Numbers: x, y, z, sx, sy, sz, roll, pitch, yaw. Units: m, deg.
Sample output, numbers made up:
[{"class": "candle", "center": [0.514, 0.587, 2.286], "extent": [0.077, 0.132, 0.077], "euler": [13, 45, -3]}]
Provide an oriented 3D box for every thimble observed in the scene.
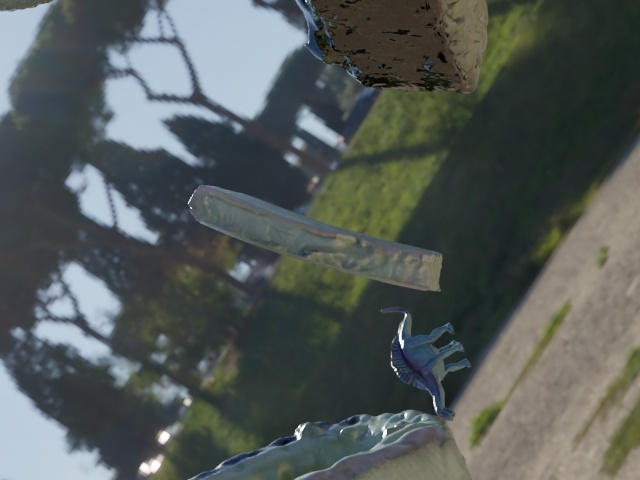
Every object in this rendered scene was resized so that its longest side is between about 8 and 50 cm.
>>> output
[{"class": "thimble", "center": [0.004, 0.205, 0.846], "extent": [0.237, 0.150, 0.237], "euler": [-20, 0, 0]}]

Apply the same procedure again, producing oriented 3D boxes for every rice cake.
[{"class": "rice cake", "center": [0.000, 0.000, 1.223], "extent": [0.127, 0.237, 0.043], "euler": [9, -83, -79]}]

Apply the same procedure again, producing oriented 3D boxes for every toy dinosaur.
[{"class": "toy dinosaur", "center": [0.120, 0.130, 1.469], "extent": [0.080, 0.197, 0.045], "euler": [-27, -49, -1]}]

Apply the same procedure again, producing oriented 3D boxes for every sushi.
[{"class": "sushi", "center": [0.050, -0.205, 1.007], "extent": [0.225, 0.127, 0.124], "euler": [54, -138, -54]}]

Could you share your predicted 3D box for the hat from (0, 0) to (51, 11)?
[{"class": "hat", "center": [-0.166, -0.221, 0.528], "extent": [0.252, 0.252, 0.110], "euler": [-59, -14, 19]}]
